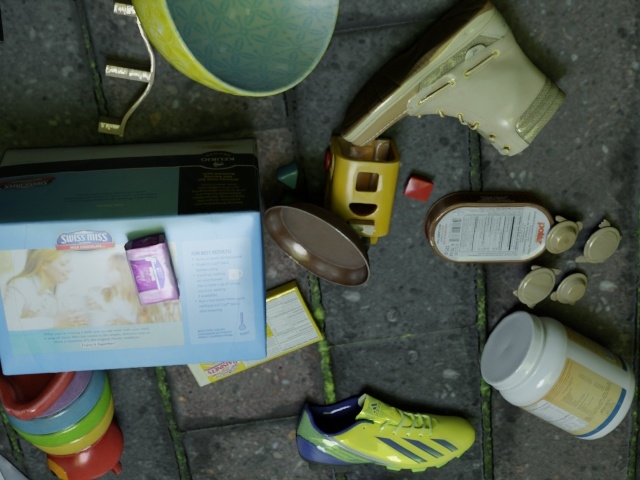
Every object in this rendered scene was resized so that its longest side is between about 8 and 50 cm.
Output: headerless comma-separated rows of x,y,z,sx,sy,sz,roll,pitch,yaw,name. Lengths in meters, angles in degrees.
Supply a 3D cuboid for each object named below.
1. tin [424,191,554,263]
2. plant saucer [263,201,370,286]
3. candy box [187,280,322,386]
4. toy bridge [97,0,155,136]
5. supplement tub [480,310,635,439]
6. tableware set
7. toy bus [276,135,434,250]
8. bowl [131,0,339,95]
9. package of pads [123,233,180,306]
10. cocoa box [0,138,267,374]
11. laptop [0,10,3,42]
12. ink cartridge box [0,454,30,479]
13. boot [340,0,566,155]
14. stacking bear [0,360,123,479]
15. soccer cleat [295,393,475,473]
0.247,-0.016,1.572,0.190,0.040,0.106,-1,124,-6,tin
0.000,0.000,1.477,0.168,0.168,0.029,45,64,-25,plant saucer
-0.111,0.141,1.627,0.206,0.027,0.105,-22,122,7,candy box
-0.249,-0.221,1.410,0.063,0.026,0.188,7,119,-11,toy bridge
0.360,0.203,1.644,0.200,0.144,0.144,29,113,-19,supplement tub
0.366,0.035,1.602,0.141,0.020,0.168,14,114,-34,tableware set
0.052,-0.045,1.495,0.191,0.104,0.202,-38,116,15,toy bus
-0.128,-0.310,1.280,0.156,0.289,0.289,2,131,43,bowl
-0.201,0.037,1.293,0.050,0.032,0.083,-11,117,-1,package of pads
-0.247,0.017,1.427,0.347,0.228,0.231,-3,119,-4,cocoa box
-0.515,-0.344,1.250,0.234,0.136,0.264,-14,120,2,laptop
-0.608,0.462,1.721,0.308,0.091,0.385,-32,119,12,ink cartridge box
0.177,-0.173,1.445,0.262,0.095,0.203,-41,117,12,boot
-0.377,0.250,1.583,0.175,0.164,0.289,22,146,31,stacking bear
0.105,0.297,1.702,0.289,0.093,0.121,-2,113,-5,soccer cleat
